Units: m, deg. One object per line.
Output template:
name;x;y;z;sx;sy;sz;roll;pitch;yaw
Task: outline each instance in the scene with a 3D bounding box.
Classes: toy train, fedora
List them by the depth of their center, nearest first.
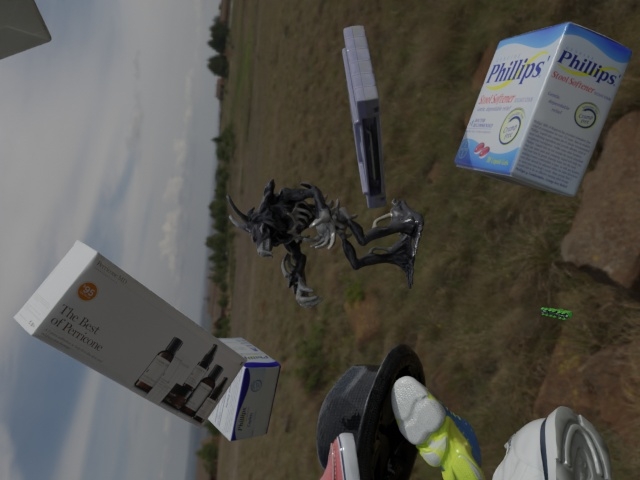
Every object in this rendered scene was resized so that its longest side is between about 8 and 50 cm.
fedora;0.090;0.362;1.156;0.334;0.153;0.333;-11;-78;-60
toy train;0.491;0.150;1.216;0.083;0.024;0.017;-175;72;-75

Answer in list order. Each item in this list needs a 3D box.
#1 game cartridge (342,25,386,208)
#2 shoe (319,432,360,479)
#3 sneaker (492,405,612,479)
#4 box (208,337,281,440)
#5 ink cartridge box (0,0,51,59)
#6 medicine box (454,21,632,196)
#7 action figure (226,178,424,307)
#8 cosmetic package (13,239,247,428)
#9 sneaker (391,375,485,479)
game cartridge;0.098;-0.263;1.296;0.355;0.068;0.230;76;-177;-56
shoe;-0.001;0.289;0.624;0.063;0.081;0.177;-101;11;-74
sneaker;0.179;0.251;0.480;0.095;0.090;0.235;-43;8;44
box;-0.141;0.244;0.980;0.137;0.072;0.126;20;101;51
ink cartridge box;-0.414;-0.299;0.654;0.231;0.134;0.078;55;163;23
medicine box;0.431;-0.257;1.178;0.263;0.149;0.289;-132;60;-75
action figure;0.000;0.000;0.816;0.164;0.276;0.140;95;180;-48
cosmetic package;-0.191;0.109;0.632;0.060;0.239;0.099;15;66;45
sneaker;0.219;0.349;1.087;0.240;0.091;0.126;59;-159;5
